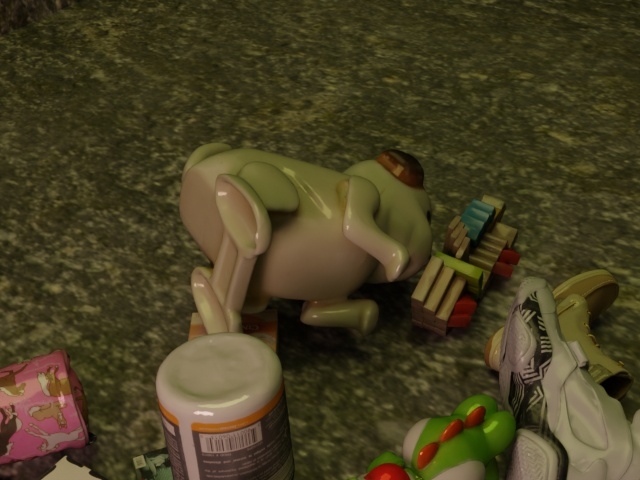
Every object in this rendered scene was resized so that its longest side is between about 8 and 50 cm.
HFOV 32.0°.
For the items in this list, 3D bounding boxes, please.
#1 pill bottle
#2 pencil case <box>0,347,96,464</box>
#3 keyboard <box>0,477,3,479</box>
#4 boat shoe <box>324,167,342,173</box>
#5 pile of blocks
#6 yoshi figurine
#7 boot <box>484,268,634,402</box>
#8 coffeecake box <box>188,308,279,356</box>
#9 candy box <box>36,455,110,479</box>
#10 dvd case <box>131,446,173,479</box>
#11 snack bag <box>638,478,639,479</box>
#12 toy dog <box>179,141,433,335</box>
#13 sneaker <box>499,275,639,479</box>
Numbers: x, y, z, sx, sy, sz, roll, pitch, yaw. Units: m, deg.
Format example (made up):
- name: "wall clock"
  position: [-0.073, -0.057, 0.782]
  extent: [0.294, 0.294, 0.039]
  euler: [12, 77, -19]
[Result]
- name: "pill bottle"
  position: [-0.119, 0.271, 1.464]
  extent: [0.162, 0.278, 0.162]
  euler: [-3, 35, 2]
- name: "pencil case"
  position: [-0.528, 0.280, 1.599]
  extent: [0.386, 0.167, 0.160]
  euler: [-17, 34, -17]
- name: "keyboard"
  position: [-0.380, 0.420, 1.499]
  extent: [0.202, 0.033, 0.317]
  euler: [-25, 40, -27]
- name: "boat shoe"
  position: [0.000, 0.000, 2.038]
  extent: [0.112, 0.095, 0.335]
  euler: [18, 39, -4]
- name: "pile of blocks"
  position: [0.272, 0.027, 1.895]
  extent: [0.113, 0.148, 0.362]
  euler: [22, 43, 16]
- name: "yoshi figurine"
  position: [0.113, 0.354, 1.459]
  extent: [0.362, 0.203, 0.203]
  euler: [-35, 2, -17]
- name: "boot"
  position: [0.412, 0.161, 1.720]
  extent: [0.262, 0.095, 0.203]
  euler: [-29, 39, -22]
- name: "coffeecake box"
  position: [-0.138, 0.193, 1.770]
  extent: [0.143, 0.068, 0.185]
  euler: [-2, 34, 1]
- name: "candy box"
  position: [-0.300, 0.392, 1.439]
  extent: [0.234, 0.071, 0.159]
  euler: [21, 43, 32]
- name: "dvd case"
  position: [-0.209, 0.330, 1.625]
  extent: [0.120, 0.013, 0.087]
  euler: [-14, 35, -15]
- name: "snack bag"
  position: [0.459, 0.441, 1.295]
  extent: [0.323, 0.037, 0.342]
  euler: [33, 56, 24]
- name: "toy dog"
  position: [-0.004, -0.013, 1.810]
  extent: [0.408, 0.284, 0.395]
  euler: [-4, 32, -28]
- name: "sneaker"
  position: [0.363, 0.224, 1.544]
  extent: [0.210, 0.137, 0.365]
  euler: [4, 59, -2]
